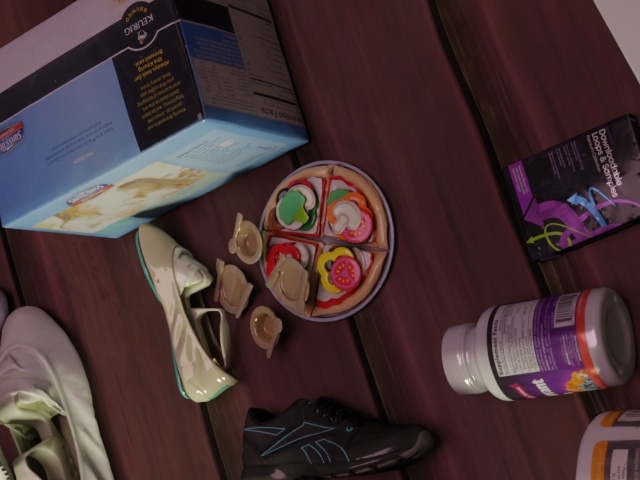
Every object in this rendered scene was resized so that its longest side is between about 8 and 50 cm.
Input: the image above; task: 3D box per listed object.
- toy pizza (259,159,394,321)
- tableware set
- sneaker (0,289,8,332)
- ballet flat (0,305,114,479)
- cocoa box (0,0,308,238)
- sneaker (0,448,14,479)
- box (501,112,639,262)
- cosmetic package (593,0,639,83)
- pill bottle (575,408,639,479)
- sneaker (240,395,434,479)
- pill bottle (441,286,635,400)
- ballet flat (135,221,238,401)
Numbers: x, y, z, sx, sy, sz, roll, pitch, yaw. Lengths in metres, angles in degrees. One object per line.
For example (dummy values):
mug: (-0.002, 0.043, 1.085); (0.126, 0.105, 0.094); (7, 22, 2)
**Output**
toy pizza: (0.000, 0.000, 1.757); (0.201, 0.032, 0.201); (-3, 85, 33)
tableware set: (-0.078, 0.057, 1.784); (0.169, 0.020, 0.141); (43, 126, 34)
sneaker: (-0.566, 0.137, 2.077); (0.258, 0.091, 0.094); (-26, 73, 29)
ballet flat: (-0.370, 0.263, 1.919); (0.139, 0.139, 0.400); (-33, 69, 27)
cocoa box: (-0.234, -0.169, 1.802); (0.347, 0.231, 0.228); (-25, 74, 29)
sneaker: (-0.487, 0.321, 1.885); (0.146, 0.293, 0.102); (-20, 53, -12)
box: (0.291, -0.057, 1.575); (0.162, 0.029, 0.116); (-25, 74, 28)
cosmetic package: (0.436, -0.188, 1.418); (0.217, 0.156, 0.385); (-32, 69, 27)
pill bottle: (0.406, 0.242, 1.398); (0.278, 0.162, 0.162); (-6, 83, 33)
sneaker: (0.009, 0.235, 1.694); (0.267, 0.101, 0.106); (-13, 77, 31)
pill bottle: (0.235, 0.118, 1.551); (0.193, 0.108, 0.108); (-12, 80, 32)
ballet flat: (-0.165, 0.083, 1.834); (0.086, 0.086, 0.248); (-23, 80, 30)
